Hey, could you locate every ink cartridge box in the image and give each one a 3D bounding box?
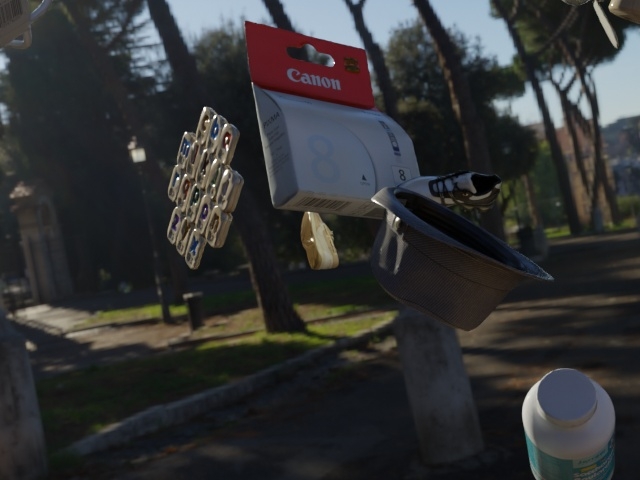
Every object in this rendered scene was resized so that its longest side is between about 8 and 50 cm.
[{"bbox_3d":[0.029,-0.235,1.610,0.308,0.385,0.091,4,-21,-38],"label":"ink cartridge box"}]

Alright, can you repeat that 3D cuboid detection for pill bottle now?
[{"bbox_3d":[0.413,0.317,1.426,0.146,0.146,0.264,-10,-39,12],"label":"pill bottle"}]

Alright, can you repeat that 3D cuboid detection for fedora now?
[{"bbox_3d":[0.167,0.035,1.175,0.243,0.124,0.275,13,19,-45],"label":"fedora"}]

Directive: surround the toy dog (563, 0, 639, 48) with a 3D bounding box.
[{"bbox_3d":[0.522,-0.420,1.398,0.160,0.220,0.334,22,28,-13],"label":"toy dog"}]

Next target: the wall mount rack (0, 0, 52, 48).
[{"bbox_3d":[-0.497,-0.352,1.118,0.130,0.304,0.350,14,40,14],"label":"wall mount rack"}]

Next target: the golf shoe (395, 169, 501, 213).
[{"bbox_3d":[0.231,-0.097,1.547,0.198,0.077,0.094,-4,-24,-14],"label":"golf shoe"}]

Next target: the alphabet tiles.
[{"bbox_3d":[-0.220,-0.099,1.614,0.021,0.278,0.284,9,19,-31],"label":"alphabet tiles"}]

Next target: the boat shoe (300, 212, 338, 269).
[{"bbox_3d":[0.000,0.000,1.788,0.059,0.170,0.063,9,-49,-21],"label":"boat shoe"}]
